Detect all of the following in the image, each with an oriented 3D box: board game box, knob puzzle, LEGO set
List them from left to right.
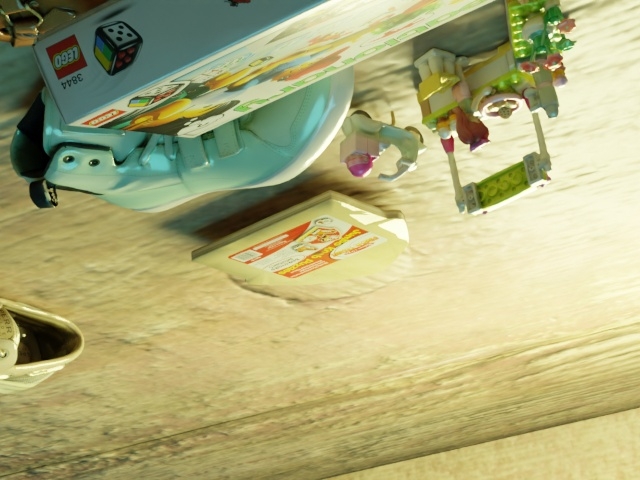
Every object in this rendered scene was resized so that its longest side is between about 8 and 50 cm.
[{"bbox_3d":[0.000,0.000,1.170,0.213,0.030,0.213,-8,158,-3],"label":"knob puzzle"},{"bbox_3d":[0.019,-0.141,0.661,0.305,0.053,0.193,-23,178,14],"label":"board game box"},{"bbox_3d":[0.128,-0.103,0.858,0.132,0.107,0.287,2,156,-25],"label":"LEGO set"}]

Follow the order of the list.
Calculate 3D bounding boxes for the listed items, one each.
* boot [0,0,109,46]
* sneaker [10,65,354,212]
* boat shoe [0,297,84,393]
[{"bbox_3d":[-0.157,-0.159,0.662,0.152,0.073,0.197,-6,157,0],"label":"boot"},{"bbox_3d":[-0.105,-0.082,0.830,0.256,0.094,0.151,-23,161,37],"label":"sneaker"},{"bbox_3d":[-0.344,0.092,1.176,0.098,0.109,0.302,-21,161,17],"label":"boat shoe"}]
